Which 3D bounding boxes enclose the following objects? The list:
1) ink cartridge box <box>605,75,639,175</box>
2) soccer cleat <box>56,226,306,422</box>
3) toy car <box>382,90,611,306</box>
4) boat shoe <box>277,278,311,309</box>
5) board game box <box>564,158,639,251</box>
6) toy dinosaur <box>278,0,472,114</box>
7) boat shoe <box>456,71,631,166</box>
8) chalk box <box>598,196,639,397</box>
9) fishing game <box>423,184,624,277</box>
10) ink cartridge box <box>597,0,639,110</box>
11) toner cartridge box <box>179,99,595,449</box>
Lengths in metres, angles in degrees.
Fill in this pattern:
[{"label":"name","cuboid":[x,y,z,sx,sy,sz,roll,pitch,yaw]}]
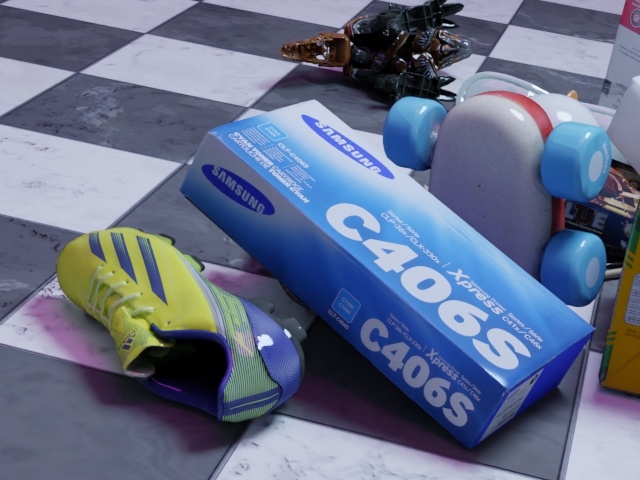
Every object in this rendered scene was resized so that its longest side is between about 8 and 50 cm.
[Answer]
[{"label":"ink cartridge box","cuboid":[0.436,-0.091,1.535,0.148,0.086,0.203,5,34,-24]},{"label":"soccer cleat","cuboid":[-0.141,0.066,1.152,0.289,0.093,0.121,25,35,35]},{"label":"toy car","cuboid":[0.218,-0.064,1.401,0.219,0.210,0.238,13,25,35]},{"label":"boat shoe","cuboid":[0.000,0.000,1.375,0.112,0.095,0.335,17,26,-9]},{"label":"board game box","cuboid":[0.372,-0.026,1.537,0.243,0.042,0.165,23,26,10]},{"label":"toy dinosaur","cuboid":[0.093,-0.264,1.981,0.322,0.164,0.218,-29,24,-27]},{"label":"boat shoe","cuboid":[0.309,-0.115,1.697,0.302,0.114,0.091,32,-10,17]},{"label":"chalk box","cuboid":[0.379,0.023,1.301,0.180,0.179,0.289,13,24,12]},{"label":"fishing game","cuboid":[0.254,-0.026,1.553,0.189,0.041,0.264,-7,28,-29]},{"label":"ink cartridge box","cuboid":[0.442,-0.184,1.731,0.100,0.237,0.172,1,24,-22]},{"label":"toner cartridge box","cuboid":[0.057,0.017,1.206,0.348,0.075,0.165,41,33,19]}]
